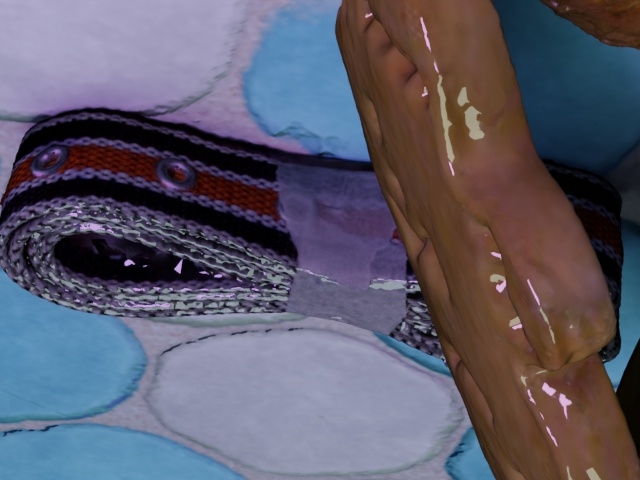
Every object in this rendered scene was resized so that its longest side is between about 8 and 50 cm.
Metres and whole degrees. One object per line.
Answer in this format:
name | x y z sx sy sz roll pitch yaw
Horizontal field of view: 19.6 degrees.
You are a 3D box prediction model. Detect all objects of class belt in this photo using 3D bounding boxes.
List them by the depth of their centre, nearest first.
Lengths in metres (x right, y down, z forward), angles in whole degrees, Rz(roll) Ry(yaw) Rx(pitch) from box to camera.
belt | 0.000 0.000 1.042 0.359 0.094 0.126 9 143 -8

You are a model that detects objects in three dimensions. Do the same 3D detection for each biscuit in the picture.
biscuit | 0.072 0.012 0.857 0.052 0.275 0.355 -21 115 -5

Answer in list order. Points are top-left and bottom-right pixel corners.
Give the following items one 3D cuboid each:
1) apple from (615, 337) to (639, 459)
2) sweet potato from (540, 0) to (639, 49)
apple | 0.337 0.131 0.974 0.400 0.333 0.400 -1 119 -2
sweet potato | 0.116 -0.143 0.795 0.354 0.095 0.106 30 -179 -28
